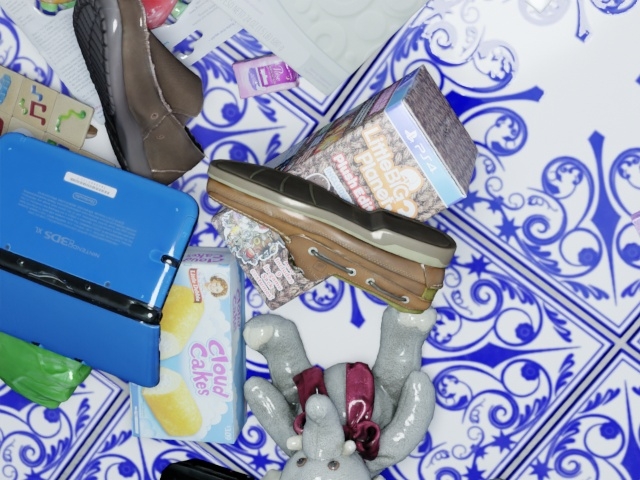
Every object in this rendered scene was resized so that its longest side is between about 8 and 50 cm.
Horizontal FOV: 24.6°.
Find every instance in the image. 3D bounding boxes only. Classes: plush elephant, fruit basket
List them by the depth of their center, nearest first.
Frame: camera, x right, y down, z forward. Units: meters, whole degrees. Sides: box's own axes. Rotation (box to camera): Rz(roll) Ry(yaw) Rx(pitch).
[{"bbox_3d":[-0.270,-0.372,1.904,0.327,0.165,0.353,-33,114,19],"label":"fruit basket"},{"bbox_3d":[0.014,0.264,1.963,0.271,0.255,0.330,0,107,11],"label":"plush elephant"}]

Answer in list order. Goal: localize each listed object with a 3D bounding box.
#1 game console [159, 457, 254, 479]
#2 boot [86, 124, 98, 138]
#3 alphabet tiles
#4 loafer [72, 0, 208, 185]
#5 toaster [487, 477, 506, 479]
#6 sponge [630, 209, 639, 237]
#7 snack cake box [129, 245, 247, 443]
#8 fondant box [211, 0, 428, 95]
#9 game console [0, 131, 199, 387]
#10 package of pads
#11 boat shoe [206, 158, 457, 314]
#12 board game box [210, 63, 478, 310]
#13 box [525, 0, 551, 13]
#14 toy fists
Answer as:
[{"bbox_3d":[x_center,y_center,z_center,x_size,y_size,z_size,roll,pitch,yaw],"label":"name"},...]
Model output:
[{"bbox_3d":[-0.079,0.457,2.152,0.361,0.044,0.213,16,109,5],"label":"game console"},{"bbox_3d":[-0.372,-0.133,2.034,0.118,0.042,0.087,19,115,6],"label":"boot"},{"bbox_3d":[-0.448,-0.093,2.022,0.342,0.011,0.285,25,105,17],"label":"alphabet tiles"},{"bbox_3d":[-0.222,-0.205,1.880,0.130,0.366,0.134,-23,60,-12],"label":"loafer"},{"bbox_3d":[0.237,0.454,2.049,0.146,0.129,0.227,-29,101,21],"label":"toaster"},{"bbox_3d":[0.502,0.035,1.921,0.117,0.031,0.210,-25,101,16],"label":"sponge"},{"bbox_3d":[-0.185,0.143,2.053,0.152,0.089,0.264,3,107,11],"label":"snack cake box"},{"bbox_3d":[0.034,-0.372,1.806,0.330,0.096,0.238,-43,121,18],"label":"fondant box"},{"bbox_3d":[-0.319,0.028,1.960,0.293,0.173,0.250,20,82,9],"label":"game console"},{"bbox_3d":[-0.073,-0.220,1.953,0.083,0.032,0.050,-10,107,13],"label":"package of pads"},{"bbox_3d":[0.000,0.000,1.718,0.307,0.111,0.104,22,109,2],"label":"boat shoe"},{"bbox_3d":[0.037,-0.071,1.871,0.291,0.232,0.141,-31,100,18],"label":"board game box"},{"bbox_3d":[0.275,-0.362,1.771,0.091,0.170,0.130,39,109,-4],"label":"box"},{"bbox_3d":[-0.365,0.106,2.072,0.142,0.096,0.279,28,108,17],"label":"toy fists"}]
